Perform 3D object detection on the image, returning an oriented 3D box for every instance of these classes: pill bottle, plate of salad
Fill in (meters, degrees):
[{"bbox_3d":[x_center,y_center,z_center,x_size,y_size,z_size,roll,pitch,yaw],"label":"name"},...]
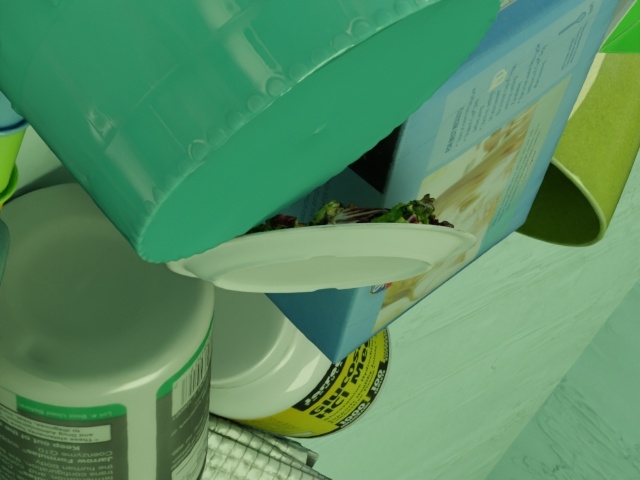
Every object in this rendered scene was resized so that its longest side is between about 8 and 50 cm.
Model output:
[{"bbox_3d":[-0.194,0.136,1.398,0.204,0.204,0.361,-34,153,-28],"label":"pill bottle"},{"bbox_3d":[0.000,0.000,1.071,0.200,0.048,0.200,-4,170,-1],"label":"plate of salad"},{"bbox_3d":[-0.052,0.093,1.661,0.188,0.188,0.334,-46,161,3],"label":"pill bottle"}]

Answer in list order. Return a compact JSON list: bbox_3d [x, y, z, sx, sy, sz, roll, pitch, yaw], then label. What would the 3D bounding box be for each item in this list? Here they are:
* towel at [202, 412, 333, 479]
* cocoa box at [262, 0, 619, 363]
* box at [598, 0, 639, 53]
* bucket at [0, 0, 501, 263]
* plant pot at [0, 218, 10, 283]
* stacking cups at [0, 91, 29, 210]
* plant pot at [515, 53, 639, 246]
[{"bbox_3d":[-0.145,0.290,1.773,0.284,0.121,0.235,27,90,-36],"label":"towel"},{"bbox_3d":[0.040,-0.120,1.227,0.231,0.228,0.347,-35,159,-27],"label":"cocoa box"},{"bbox_3d":[0.241,-0.322,1.348,0.262,0.231,0.127,-53,160,23],"label":"box"},{"bbox_3d":[-0.049,-0.130,0.903,0.281,0.183,0.281,-35,171,-6],"label":"bucket"},{"bbox_3d":[-0.323,0.066,0.999,0.252,0.248,0.247,-52,171,-43],"label":"plant pot"},{"bbox_3d":[-0.207,-0.117,1.068,0.096,0.096,0.316,-22,150,-49],"label":"stacking cups"},{"bbox_3d":[0.220,-0.190,1.590,0.293,0.275,0.275,-58,163,-12],"label":"plant pot"}]
